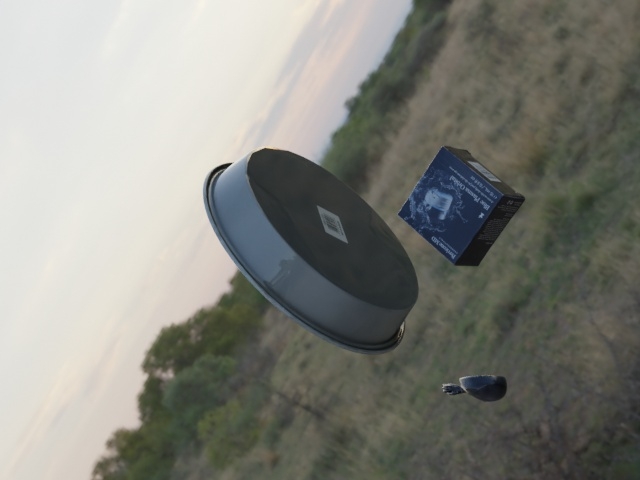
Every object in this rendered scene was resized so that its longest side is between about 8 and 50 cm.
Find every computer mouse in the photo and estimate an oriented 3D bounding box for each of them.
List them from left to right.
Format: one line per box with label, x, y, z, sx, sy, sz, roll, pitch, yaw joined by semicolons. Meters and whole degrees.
computer mouse;0.265;0.265;1.701;0.242;0.071;0.041;126;146;-75

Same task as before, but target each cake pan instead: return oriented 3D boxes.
cake pan;0.000;0.000;1.104;0.054;0.293;0.293;-47;7;24

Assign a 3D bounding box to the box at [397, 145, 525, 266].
box;0.251;-0.061;1.747;0.093;0.156;0.158;2;-55;-53
